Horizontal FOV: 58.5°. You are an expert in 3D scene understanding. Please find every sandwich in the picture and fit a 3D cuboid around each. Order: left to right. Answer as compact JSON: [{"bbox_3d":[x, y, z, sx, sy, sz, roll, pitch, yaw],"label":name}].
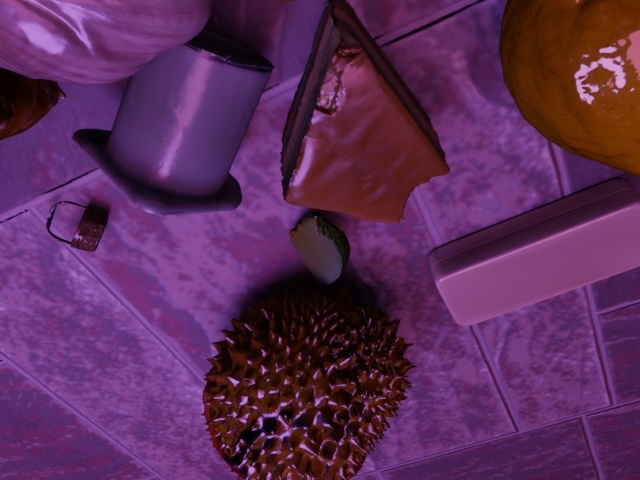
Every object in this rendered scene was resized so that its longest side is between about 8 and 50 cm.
[{"bbox_3d":[0.071,-0.157,0.733,0.198,0.155,0.227,11,128,-14],"label":"sandwich"}]

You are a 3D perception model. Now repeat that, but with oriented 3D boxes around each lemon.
[{"bbox_3d":[0.349,-0.212,0.638,0.286,0.285,0.316,-17,155,10],"label":"lemon"}]

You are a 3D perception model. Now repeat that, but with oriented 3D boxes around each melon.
[{"bbox_3d":[0.000,0.000,0.855,0.114,0.262,0.053,44,77,8],"label":"melon"}]

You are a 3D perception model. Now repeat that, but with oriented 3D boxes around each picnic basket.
[{"bbox_3d":[-0.374,-0.022,0.873,0.083,0.072,0.072,23,124,-19],"label":"picnic basket"}]

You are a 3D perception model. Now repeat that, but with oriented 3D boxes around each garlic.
[{"bbox_3d":[-0.253,-0.290,0.513,0.317,0.259,0.317,18,119,37],"label":"garlic"}]

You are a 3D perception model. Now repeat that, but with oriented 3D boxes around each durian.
[{"bbox_3d":[-0.029,0.257,0.977,0.348,0.347,0.384,17,100,-16],"label":"durian"}]

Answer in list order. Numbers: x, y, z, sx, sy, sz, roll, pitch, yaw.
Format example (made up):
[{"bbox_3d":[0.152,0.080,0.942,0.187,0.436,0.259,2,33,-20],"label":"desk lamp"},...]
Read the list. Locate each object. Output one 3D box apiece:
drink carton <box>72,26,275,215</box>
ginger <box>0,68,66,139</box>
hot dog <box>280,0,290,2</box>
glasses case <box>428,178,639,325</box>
[{"bbox_3d":[-0.165,-0.161,0.705,0.191,0.185,0.189,-7,128,-52],"label":"drink carton"},{"bbox_3d":[-0.477,-0.190,0.598,0.358,0.274,0.152,20,121,-18],"label":"ginger"},{"bbox_3d":[0.050,-0.363,0.618,0.289,0.068,0.083,-32,131,20],"label":"hot dog"},{"bbox_3d":[0.358,0.026,0.947,0.337,0.076,0.144,-22,126,14],"label":"glasses case"}]
